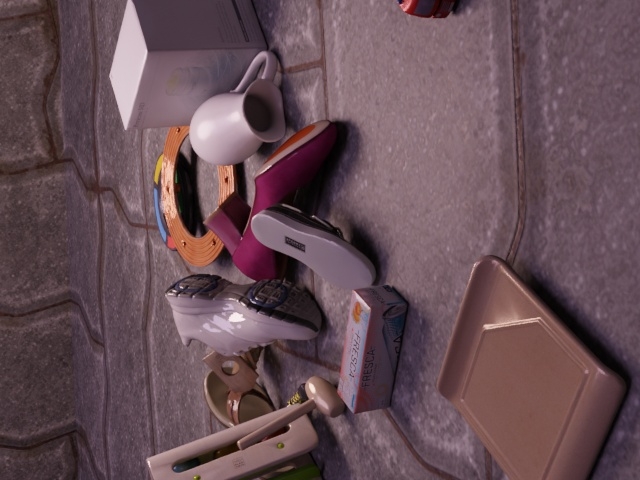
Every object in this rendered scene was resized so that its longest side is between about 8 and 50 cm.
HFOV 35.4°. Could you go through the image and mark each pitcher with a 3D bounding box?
[{"bbox_3d":[-0.142,-0.229,1.772,0.207,0.125,0.178,-19,57,54],"label":"pitcher"}]

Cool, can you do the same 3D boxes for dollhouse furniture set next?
[{"bbox_3d":[-0.116,0.169,1.873,0.161,0.101,0.182,-37,17,17],"label":"dollhouse furniture set"}]

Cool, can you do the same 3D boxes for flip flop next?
[{"bbox_3d":[-0.124,0.324,1.839,0.277,0.112,0.080,52,148,41],"label":"flip flop"}]

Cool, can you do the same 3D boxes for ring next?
[{"bbox_3d":[-0.244,-0.115,2.051,0.336,0.032,0.337,10,102,56],"label":"ring"}]

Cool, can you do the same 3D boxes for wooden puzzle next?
[{"bbox_3d":[0.234,0.165,1.142,0.239,0.044,0.221,49,137,44],"label":"wooden puzzle"}]

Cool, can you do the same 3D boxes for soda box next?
[{"bbox_3d":[0.073,0.158,1.446,0.058,0.063,0.183,47,137,51],"label":"soda box"}]

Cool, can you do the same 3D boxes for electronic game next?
[{"bbox_3d":[-0.338,-0.090,2.273,0.229,0.048,0.229,22,114,62],"label":"electronic game"}]

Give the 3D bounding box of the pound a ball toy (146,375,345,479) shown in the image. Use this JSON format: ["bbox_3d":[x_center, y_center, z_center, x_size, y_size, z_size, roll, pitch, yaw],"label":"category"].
[{"bbox_3d":[-0.124,0.338,1.659,0.136,0.319,0.208,-125,22,-45],"label":"pound a ball toy"}]

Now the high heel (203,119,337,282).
[{"bbox_3d":[-0.040,-0.054,1.652,0.181,0.127,0.377,46,142,-6],"label":"high heel"}]

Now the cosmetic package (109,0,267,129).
[{"bbox_3d":[-0.244,-0.322,1.820,0.224,0.224,0.138,122,136,-53],"label":"cosmetic package"}]

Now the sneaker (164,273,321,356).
[{"bbox_3d":[-0.126,0.136,1.720,0.297,0.111,0.129,7,116,30],"label":"sneaker"}]

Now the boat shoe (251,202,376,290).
[{"bbox_3d":[0.000,0.000,1.520,0.219,0.070,0.078,29,132,23],"label":"boat shoe"}]

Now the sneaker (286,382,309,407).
[{"bbox_3d":[-0.039,0.281,1.740,0.031,0.035,0.083,56,143,43],"label":"sneaker"}]

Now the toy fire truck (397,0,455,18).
[{"bbox_3d":[0.073,-0.346,1.252,0.047,0.135,0.192,109,145,-42],"label":"toy fire truck"}]
